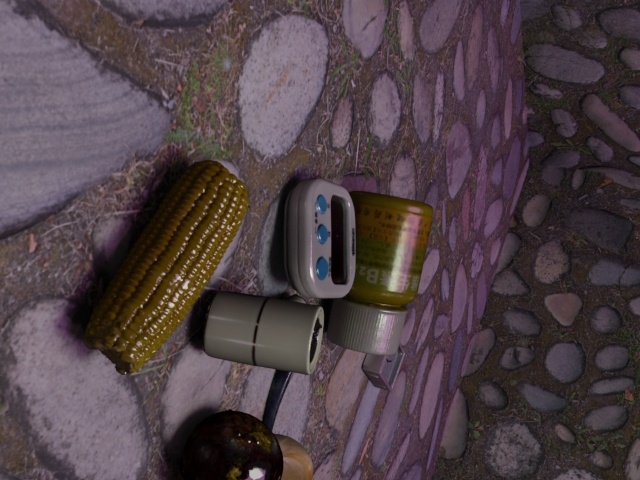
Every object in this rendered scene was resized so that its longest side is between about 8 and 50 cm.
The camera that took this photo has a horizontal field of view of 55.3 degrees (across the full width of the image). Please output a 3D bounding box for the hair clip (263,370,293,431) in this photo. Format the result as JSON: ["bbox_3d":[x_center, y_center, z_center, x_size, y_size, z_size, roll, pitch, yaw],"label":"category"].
[{"bbox_3d":[-0.088,0.326,1.415,0.275,0.048,0.083,-66,153,-11],"label":"hair clip"}]

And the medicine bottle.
[{"bbox_3d":[0.141,0.078,1.542,0.224,0.224,0.384,5,98,-63],"label":"medicine bottle"}]

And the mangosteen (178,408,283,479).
[{"bbox_3d":[-0.176,0.433,1.140,0.217,0.192,0.192,-60,156,12],"label":"mangosteen"}]

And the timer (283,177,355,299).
[{"bbox_3d":[0.000,0.000,1.352,0.237,0.087,0.261,11,78,-64],"label":"timer"}]

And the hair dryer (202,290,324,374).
[{"bbox_3d":[-0.080,0.159,1.229,0.362,0.203,0.128,-18,115,-79],"label":"hair dryer"}]

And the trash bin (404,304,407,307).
[{"bbox_3d":[0.173,0.164,1.782,0.236,0.101,0.176,38,69,-58],"label":"trash bin"}]

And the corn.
[{"bbox_3d":[-0.227,0.034,0.923,0.344,0.131,0.131,-61,149,-26],"label":"corn"}]

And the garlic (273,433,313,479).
[{"bbox_3d":[-0.098,0.506,1.330,0.164,0.146,0.244,-55,154,-46],"label":"garlic"}]

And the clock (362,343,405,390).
[{"bbox_3d":[0.208,0.389,1.978,0.150,0.063,0.197,-66,151,-24],"label":"clock"}]
